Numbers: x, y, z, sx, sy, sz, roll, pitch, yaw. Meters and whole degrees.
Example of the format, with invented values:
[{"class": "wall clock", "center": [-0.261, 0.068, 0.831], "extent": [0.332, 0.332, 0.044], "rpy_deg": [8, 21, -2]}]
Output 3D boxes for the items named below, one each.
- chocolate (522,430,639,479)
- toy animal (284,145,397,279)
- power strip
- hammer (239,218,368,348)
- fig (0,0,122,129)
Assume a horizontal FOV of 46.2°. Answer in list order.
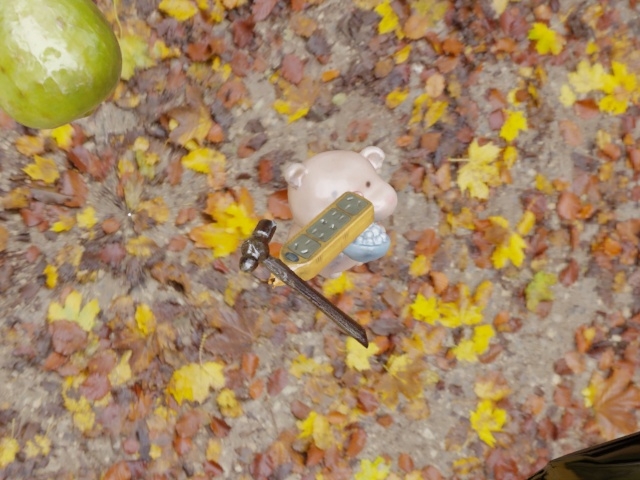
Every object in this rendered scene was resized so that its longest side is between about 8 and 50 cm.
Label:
[{"class": "chocolate", "center": [0.293, 0.267, 0.336], "extent": [0.384, 0.383, 0.331], "rpy_deg": [4, 56, -14]}, {"class": "toy animal", "center": [0.033, -0.052, 1.459], "extent": [0.210, 0.221, 0.229], "rpy_deg": [-21, 84, -25]}, {"class": "power strip", "center": [0.000, 0.000, 0.885], "extent": [0.049, 0.028, 0.178], "rpy_deg": [30, 54, 27]}, {"class": "hammer", "center": [-0.007, 0.051, 0.742], "extent": [0.178, 0.021, 0.065], "rpy_deg": [40, 46, -24]}, {"class": "fig", "center": [-0.523, -0.379, 1.407], "extent": [0.258, 0.258, 0.326], "rpy_deg": [-26, 108, -12]}]
